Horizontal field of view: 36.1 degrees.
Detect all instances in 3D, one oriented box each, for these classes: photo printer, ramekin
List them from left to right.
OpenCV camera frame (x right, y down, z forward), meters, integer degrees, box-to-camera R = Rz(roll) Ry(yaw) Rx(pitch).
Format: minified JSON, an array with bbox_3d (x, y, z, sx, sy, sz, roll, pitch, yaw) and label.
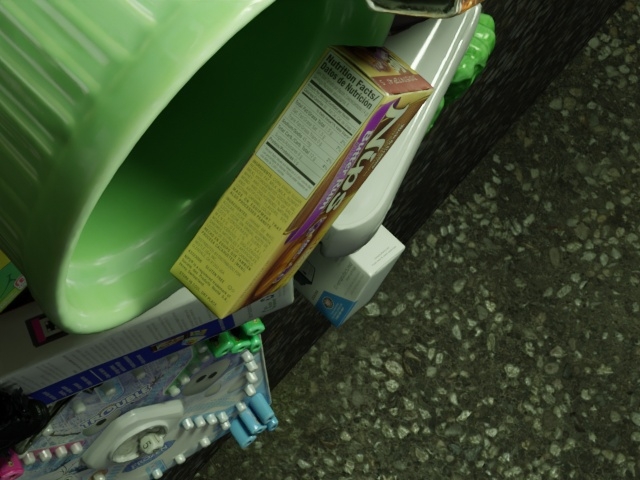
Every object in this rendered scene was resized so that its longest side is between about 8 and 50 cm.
[{"bbox_3d":[-0.103,-0.101,0.618,0.303,0.148,0.303,-47,170,-11],"label":"ramekin"},{"bbox_3d":[0.062,-0.125,1.115,0.308,0.107,0.256,-64,178,-4],"label":"photo printer"}]

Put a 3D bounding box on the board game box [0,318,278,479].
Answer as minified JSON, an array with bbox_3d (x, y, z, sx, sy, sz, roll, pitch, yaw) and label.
[{"bbox_3d":[-0.230,0.257,1.249,0.390,0.050,0.390,-30,155,-15],"label":"board game box"}]

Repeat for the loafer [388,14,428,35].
[{"bbox_3d":[0.021,-0.225,0.883,0.095,0.109,0.302,-32,176,39],"label":"loafer"}]

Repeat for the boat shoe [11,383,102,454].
[{"bbox_3d":[-0.259,0.133,1.053,0.219,0.070,0.078,-46,170,-14],"label":"boat shoe"}]

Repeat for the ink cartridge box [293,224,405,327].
[{"bbox_3d":[0.000,0.000,1.310,0.082,0.190,0.140,-39,166,-38],"label":"ink cartridge box"}]

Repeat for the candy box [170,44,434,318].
[{"bbox_3d":[-0.010,-0.041,0.653,0.187,0.053,0.109,-51,170,21],"label":"candy box"}]

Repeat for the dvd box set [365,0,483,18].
[{"bbox_3d":[0.147,-0.333,0.625,0.420,0.062,0.308,-39,138,-54],"label":"dvd box set"}]

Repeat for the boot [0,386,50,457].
[{"bbox_3d":[-0.305,0.175,0.876,0.121,0.045,0.099,-31,168,-1],"label":"boot"}]

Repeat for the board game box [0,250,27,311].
[{"bbox_3d":[-0.265,0.020,0.682,0.092,0.043,0.181,-47,170,-10],"label":"board game box"}]

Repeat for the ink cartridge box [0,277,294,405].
[{"bbox_3d":[-0.202,0.087,0.933,0.370,0.069,0.176,-24,166,-8],"label":"ink cartridge box"}]

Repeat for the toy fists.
[{"bbox_3d":[0.153,-0.222,1.422,0.279,0.096,0.142,-47,180,-17],"label":"toy fists"}]
